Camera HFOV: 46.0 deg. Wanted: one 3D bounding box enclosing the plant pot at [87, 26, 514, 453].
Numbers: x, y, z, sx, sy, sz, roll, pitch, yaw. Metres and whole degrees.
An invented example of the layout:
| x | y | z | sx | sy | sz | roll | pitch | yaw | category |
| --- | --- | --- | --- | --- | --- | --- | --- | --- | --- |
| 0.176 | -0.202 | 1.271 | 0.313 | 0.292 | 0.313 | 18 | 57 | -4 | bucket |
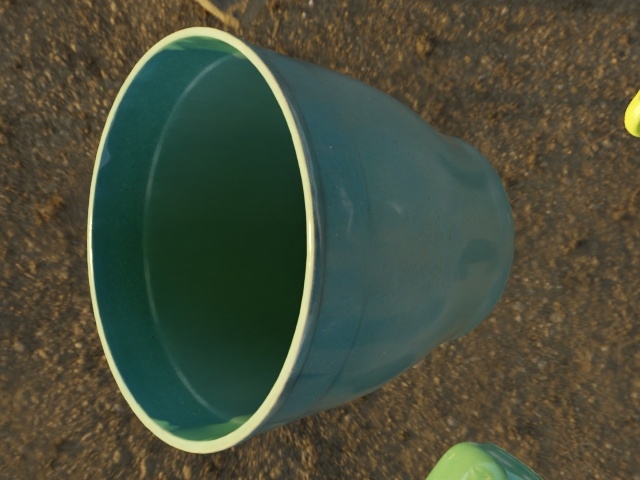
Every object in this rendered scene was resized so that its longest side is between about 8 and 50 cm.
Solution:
| x | y | z | sx | sy | sz | roll | pitch | yaw | category |
| --- | --- | --- | --- | --- | --- | --- | --- | --- | --- |
| 0.000 | 0.000 | 0.573 | 0.255 | 0.271 | 0.272 | 0 | 82 | -42 | plant pot |

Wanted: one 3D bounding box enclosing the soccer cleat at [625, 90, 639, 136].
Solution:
| x | y | z | sx | sy | sz | roll | pitch | yaw | category |
| --- | --- | --- | --- | --- | --- | --- | --- | --- | --- |
| 0.521 | -0.269 | 1.042 | 0.289 | 0.093 | 0.121 | -51 | 47 | 16 | soccer cleat |

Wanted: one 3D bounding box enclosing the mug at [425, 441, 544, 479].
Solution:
| x | y | z | sx | sy | sz | roll | pitch | yaw | category |
| --- | --- | --- | --- | --- | --- | --- | --- | --- | --- |
| 0.178 | 0.271 | 0.761 | 0.097 | 0.129 | 0.158 | -52 | 125 | -12 | mug |
